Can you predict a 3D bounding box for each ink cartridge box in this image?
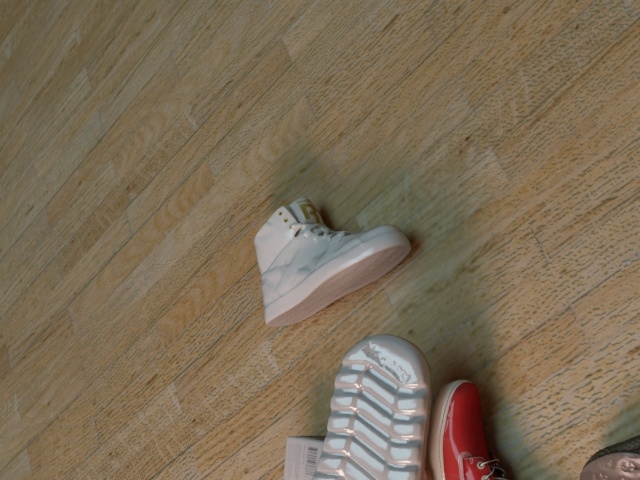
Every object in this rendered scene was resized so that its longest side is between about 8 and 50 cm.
[{"bbox_3d":[0.051,0.347,1.446,0.231,0.078,0.134,-1,82,46],"label":"ink cartridge box"}]

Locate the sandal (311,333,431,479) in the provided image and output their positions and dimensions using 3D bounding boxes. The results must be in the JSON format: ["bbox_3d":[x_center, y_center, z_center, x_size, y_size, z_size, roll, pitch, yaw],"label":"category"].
[{"bbox_3d":[0.064,0.325,1.318,0.169,0.102,0.417,19,94,26],"label":"sandal"}]

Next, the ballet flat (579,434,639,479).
[{"bbox_3d":[0.389,0.228,1.139,0.084,0.058,0.250,49,131,-3],"label":"ballet flat"}]

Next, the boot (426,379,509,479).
[{"bbox_3d":[0.220,0.294,1.279,0.176,0.088,0.244,-3,88,46],"label":"boot"}]

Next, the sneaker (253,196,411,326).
[{"bbox_3d":[0.000,0.000,1.547,0.292,0.108,0.169,-31,64,40],"label":"sneaker"}]
